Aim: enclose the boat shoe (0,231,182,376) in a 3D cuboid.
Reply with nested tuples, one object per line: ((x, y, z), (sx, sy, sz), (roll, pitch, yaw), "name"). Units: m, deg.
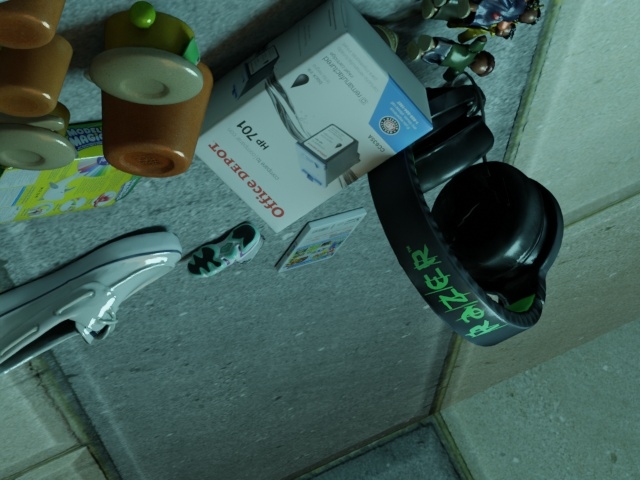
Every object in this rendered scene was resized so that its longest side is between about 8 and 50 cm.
((-0.264, 0.075, 1.758), (0.258, 0.084, 0.095), (-26, 162, -2), "boat shoe")

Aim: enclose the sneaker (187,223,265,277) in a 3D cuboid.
((-0.108, 0.020, 1.899), (0.098, 0.038, 0.069), (-28, 161, 7), "sneaker")

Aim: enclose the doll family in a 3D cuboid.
((0.172, -0.229, 1.533), (0.111, 0.076, 0.193), (11, 148, -32), "doll family")

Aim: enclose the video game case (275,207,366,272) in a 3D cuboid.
((0.000, 0.000, 2.040), (0.087, 0.011, 0.122), (-16, 159, -31), "video game case")

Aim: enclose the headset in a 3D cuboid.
((0.124, -0.045, 1.637), (0.185, 0.243, 0.394), (-29, -155, 27), "headset")

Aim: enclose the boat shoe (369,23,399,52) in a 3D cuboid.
((0.006, -0.144, 1.572), (0.190, 0.068, 0.072), (-34, 176, 26), "boat shoe")

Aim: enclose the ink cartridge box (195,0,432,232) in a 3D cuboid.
((-0.012, -0.117, 1.485), (0.190, 0.082, 0.139), (-35, 122, 19), "ink cartridge box")

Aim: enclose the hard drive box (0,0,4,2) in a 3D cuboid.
((-0.204, -0.232, 0.982), (0.232, 0.089, 0.181), (-21, 161, -17), "hard drive box")

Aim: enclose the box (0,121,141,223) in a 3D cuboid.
((-0.238, -0.066, 1.476), (0.179, 0.043, 0.105), (-9, 155, -38), "box")

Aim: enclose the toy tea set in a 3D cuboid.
((-0.180, -0.159, 1.246), (0.200, 0.124, 0.336), (6, 160, -5), "toy tea set")
